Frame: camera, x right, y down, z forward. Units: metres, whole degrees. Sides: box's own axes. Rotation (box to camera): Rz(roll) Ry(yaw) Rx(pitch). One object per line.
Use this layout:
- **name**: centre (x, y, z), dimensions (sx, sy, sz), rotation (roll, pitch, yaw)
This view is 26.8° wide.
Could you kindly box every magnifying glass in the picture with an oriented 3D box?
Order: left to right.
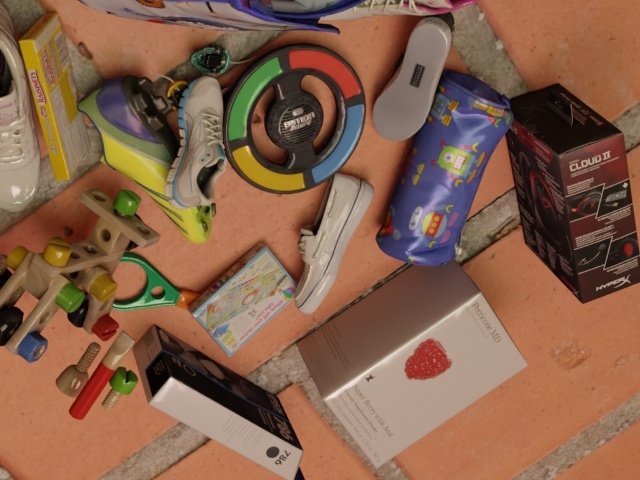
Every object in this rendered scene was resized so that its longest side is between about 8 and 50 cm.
- **magnifying glass**: centre (-0.241, 0.080, 2.051), dimensions (0.231, 0.026, 0.092), rotation (18, 109, -22)

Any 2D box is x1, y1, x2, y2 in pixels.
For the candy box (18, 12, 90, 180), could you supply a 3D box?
- **candy box**: centre (-0.359, -0.195, 1.828), dimensions (0.027, 0.105, 0.206), rotation (-2, 119, 13)

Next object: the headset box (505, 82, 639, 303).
- **headset box**: centre (0.378, -0.087, 2.040), dimensions (0.110, 0.218, 0.293), rotation (-20, 120, -8)

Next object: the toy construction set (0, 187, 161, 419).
- **toy construction set**: centre (-0.321, 0.059, 1.841), dimensions (0.257, 0.309, 0.237), rotation (16, 116, -47)

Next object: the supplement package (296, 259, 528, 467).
- **supplement package**: centre (0.143, 0.181, 2.128), dimensions (0.293, 0.175, 0.177), rotation (-35, 120, 2)

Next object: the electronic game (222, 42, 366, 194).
- **electronic game**: centre (-0.037, -0.175, 1.951), dimensions (0.229, 0.048, 0.229), rotation (-11, 118, -22)

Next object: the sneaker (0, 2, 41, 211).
- **sneaker**: centre (-0.441, -0.164, 1.792), dimensions (0.114, 0.152, 0.305), rotation (-12, 120, -12)

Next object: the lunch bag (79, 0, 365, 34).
- **lunch bag**: centre (-0.079, -0.373, 1.615), dimensions (0.385, 0.328, 0.239), rotation (-38, 125, -36)

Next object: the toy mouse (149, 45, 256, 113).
- **toy mouse**: centre (-0.154, -0.226, 1.913), dimensions (0.143, 0.031, 0.161), rotation (-39, 127, -11)

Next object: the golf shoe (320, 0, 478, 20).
- **golf shoe**: centre (0.108, -0.362, 1.866), dimensions (0.306, 0.140, 0.115), rotation (-14, 121, -8)

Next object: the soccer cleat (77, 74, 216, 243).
- **soccer cleat**: centre (-0.245, -0.111, 1.928), dimensions (0.121, 0.093, 0.289), rotation (-16, 125, 18)

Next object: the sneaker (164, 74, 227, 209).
- **sneaker**: centre (-0.155, -0.134, 1.860), dimensions (0.071, 0.083, 0.191), rotation (9, 89, -45)

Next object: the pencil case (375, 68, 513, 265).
- **pencil case**: centre (0.190, -0.101, 2.031), dimensions (0.133, 0.119, 0.306), rotation (20, 111, 1)

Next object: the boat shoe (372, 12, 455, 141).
- **boat shoe**: centre (0.141, -0.245, 1.963), dimensions (0.080, 0.076, 0.228), rotation (24, 134, 7)

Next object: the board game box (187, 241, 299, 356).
- **board game box**: centre (-0.116, 0.091, 2.071), dimensions (0.154, 0.026, 0.103), rotation (-42, 121, -8)

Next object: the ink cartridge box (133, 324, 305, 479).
- **ink cartridge box**: centre (-0.136, 0.265, 2.093), dimensions (0.332, 0.165, 0.065), rotation (35, 101, -29)

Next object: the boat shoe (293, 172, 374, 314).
- **boat shoe**: centre (0.000, 0.000, 2.058), dimensions (0.076, 0.083, 0.226), rotation (24, 93, -15)
